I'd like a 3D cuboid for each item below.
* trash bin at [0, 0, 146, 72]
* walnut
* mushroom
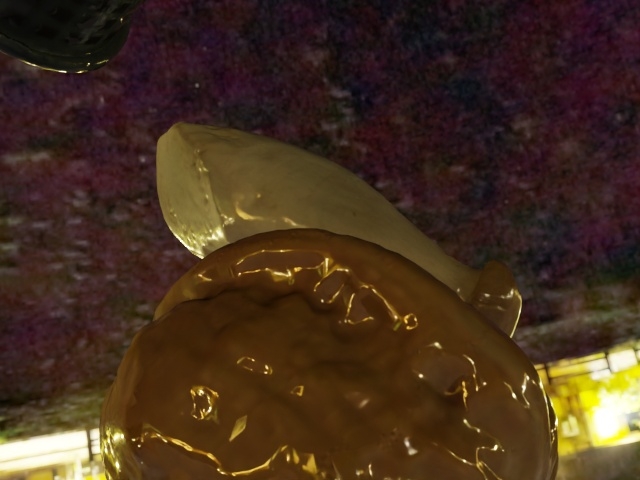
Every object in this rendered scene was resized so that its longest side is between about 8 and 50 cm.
[{"bbox_3d":[-0.101,-0.189,0.374,0.161,0.176,0.175,-29,158,26],"label":"trash bin"},{"bbox_3d":[0.001,0.109,0.471,0.257,0.257,0.224,-24,-174,38],"label":"walnut"},{"bbox_3d":[0.000,0.000,0.699,0.350,0.128,0.128,29,167,8],"label":"mushroom"}]
